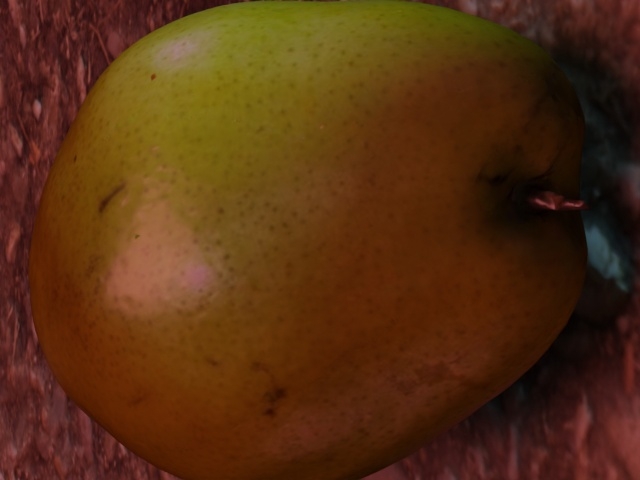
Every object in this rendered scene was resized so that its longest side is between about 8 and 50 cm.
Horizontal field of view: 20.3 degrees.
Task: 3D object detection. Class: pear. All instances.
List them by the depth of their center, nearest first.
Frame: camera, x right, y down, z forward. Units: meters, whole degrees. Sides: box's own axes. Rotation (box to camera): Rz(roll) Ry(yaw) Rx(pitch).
[{"bbox_3d":[-0.012,-0.005,1.009,0.336,0.285,0.285,-45,52,49],"label":"pear"}]
